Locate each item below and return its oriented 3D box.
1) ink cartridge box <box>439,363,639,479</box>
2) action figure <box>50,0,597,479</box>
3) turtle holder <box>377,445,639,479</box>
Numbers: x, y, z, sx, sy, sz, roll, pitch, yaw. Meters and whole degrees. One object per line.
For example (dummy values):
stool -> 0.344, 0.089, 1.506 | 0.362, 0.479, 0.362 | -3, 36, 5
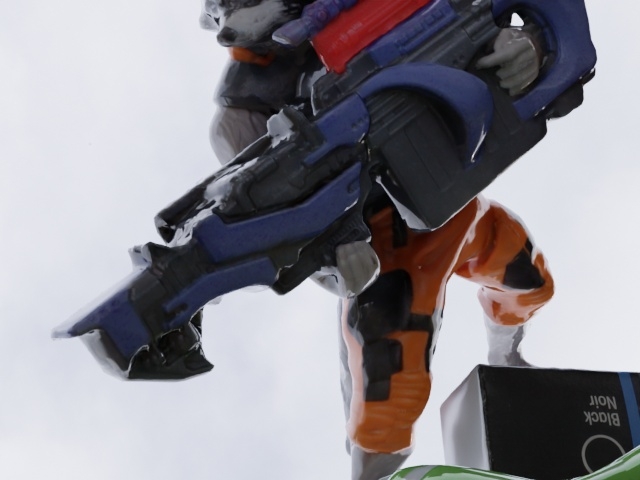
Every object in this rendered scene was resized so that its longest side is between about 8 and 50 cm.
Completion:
ink cartridge box -> 0.154, 0.219, 0.570 | 0.165, 0.065, 0.332 | 4, -119, -15
action figure -> 0.000, 0.000, 0.639 | 0.341, 0.179, 0.330 | -30, -70, -33
turtle holder -> 0.144, 0.168, 0.334 | 0.320, 0.227, 0.243 | -4, -128, 3
